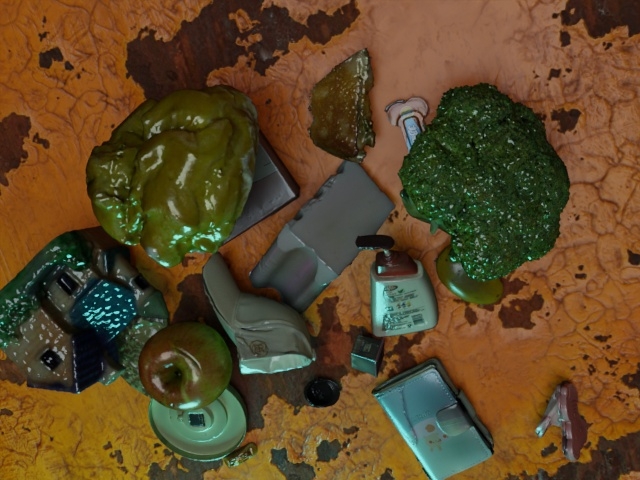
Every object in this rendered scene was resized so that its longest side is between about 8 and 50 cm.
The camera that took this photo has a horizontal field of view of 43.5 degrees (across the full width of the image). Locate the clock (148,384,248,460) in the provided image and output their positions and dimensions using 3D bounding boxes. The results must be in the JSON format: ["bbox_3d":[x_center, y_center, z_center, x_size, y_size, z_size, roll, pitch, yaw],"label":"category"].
[{"bbox_3d":[-0.284,0.411,1.864,0.235,0.029,0.235,3,112,7],"label":"clock"}]

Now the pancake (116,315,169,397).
[{"bbox_3d":[-0.375,0.272,1.859,0.212,0.029,0.235,-40,95,17],"label":"pancake"}]

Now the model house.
[{"bbox_3d":[-0.509,0.167,1.728,0.312,0.245,0.280,-44,87,9],"label":"model house"}]

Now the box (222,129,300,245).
[{"bbox_3d":[-0.181,-0.129,1.692,0.215,0.086,0.215,-33,96,17],"label":"box"}]

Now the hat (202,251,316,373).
[{"bbox_3d":[-0.139,0.153,1.721,0.168,0.258,0.301,-26,79,-12],"label":"hat"}]

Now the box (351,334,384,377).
[{"bbox_3d":[0.102,0.249,1.739,0.063,0.060,0.085,13,148,13],"label":"box"}]

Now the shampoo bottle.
[{"bbox_3d":[0.149,0.085,1.630,0.153,0.071,0.284,-10,134,12],"label":"shampoo bottle"}]

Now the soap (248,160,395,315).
[{"bbox_3d":[0.000,0.000,1.718,0.159,0.258,0.302,40,151,-3],"label":"soap"}]

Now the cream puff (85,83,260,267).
[{"bbox_3d":[-0.283,-0.129,1.482,0.275,0.378,0.378,21,108,-18],"label":"cream puff"}]

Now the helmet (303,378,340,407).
[{"bbox_3d":[-0.002,0.346,1.803,0.084,0.049,0.065,5,70,-16],"label":"helmet"}]

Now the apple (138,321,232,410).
[{"bbox_3d":[-0.285,0.266,1.728,0.196,0.196,0.196,2,105,9],"label":"apple"}]

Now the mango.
[{"bbox_3d":[0.313,0.074,1.666,0.161,0.076,0.103,39,101,-10],"label":"mango"}]

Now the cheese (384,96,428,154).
[{"bbox_3d":[0.208,-0.169,1.638,0.106,0.037,0.256,-18,101,12],"label":"cheese"}]

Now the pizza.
[{"bbox_3d":[0.050,-0.272,1.628,0.147,0.069,0.226,6,101,33],"label":"pizza"}]

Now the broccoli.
[{"bbox_3d":[0.302,-0.108,1.489,0.310,0.413,0.321,40,101,42],"label":"broccoli"}]

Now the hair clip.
[{"bbox_3d":[0.525,0.374,1.690,0.102,0.123,0.138,26,113,24],"label":"hair clip"}]

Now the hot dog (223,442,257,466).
[{"bbox_3d":[-0.190,0.508,1.885,0.090,0.034,0.030,-29,98,16],"label":"hot dog"}]

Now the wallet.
[{"bbox_3d":[0.250,0.394,1.758,0.176,0.075,0.250,-31,98,19],"label":"wallet"}]
